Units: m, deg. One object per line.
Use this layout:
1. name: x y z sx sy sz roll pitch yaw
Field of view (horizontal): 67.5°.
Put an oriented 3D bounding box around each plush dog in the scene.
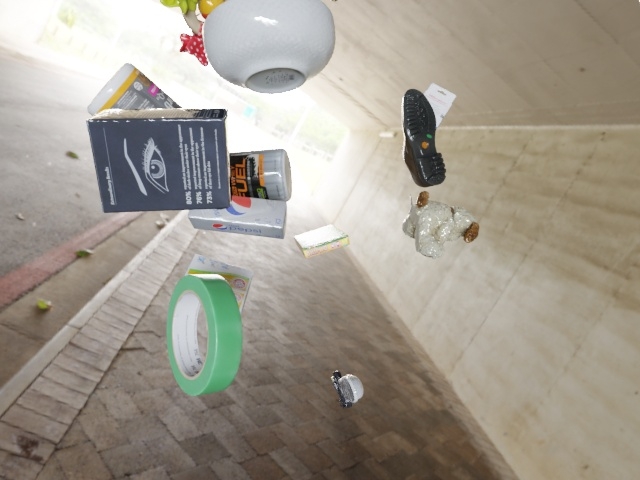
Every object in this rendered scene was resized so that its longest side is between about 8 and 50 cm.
1. plush dog: 0.434 -0.069 1.679 0.226 0.210 0.262 3 23 -10

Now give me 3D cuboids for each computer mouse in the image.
1. computer mouse: 0.078 0.391 1.261 0.193 0.042 0.105 126 -54 -69

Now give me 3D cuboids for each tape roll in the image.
1. tape roll: -0.323 0.251 1.300 0.077 0.320 0.321 3 23 -38

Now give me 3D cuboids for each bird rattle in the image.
1. bird rattle: -0.329 -0.643 1.366 0.143 0.207 0.253 39 -20 45

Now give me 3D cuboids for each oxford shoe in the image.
1. oxford shoe: 0.216 -0.231 1.102 0.083 0.226 0.096 -8 0 -19

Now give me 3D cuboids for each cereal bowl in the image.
1. cereal bowl: -0.123 -0.467 1.208 0.340 0.141 0.339 -7 -6 -1

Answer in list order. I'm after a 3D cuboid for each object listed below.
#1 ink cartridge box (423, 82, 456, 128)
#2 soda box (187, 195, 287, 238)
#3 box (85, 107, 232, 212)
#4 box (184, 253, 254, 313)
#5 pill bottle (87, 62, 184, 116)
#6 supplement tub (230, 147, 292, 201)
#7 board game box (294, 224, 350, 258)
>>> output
1. ink cartridge box: 0.385 -0.449 1.681 0.104 0.180 0.060 32 -14 9
2. soda box: -0.247 -0.077 1.460 0.287 0.091 0.098 7 -21 0
3. box: -0.254 -0.135 0.792 0.207 0.153 0.108 -1 24 -8
4. box: -0.332 0.142 1.555 0.203 0.114 0.103 18 39 -6
5. pill bottle: -0.421 -0.294 1.211 0.278 0.162 0.162 40 1 -31
6. supplement tub: -0.267 -0.221 1.702 0.317 0.193 0.193 -5 6 5
7. board game box: 0.000 0.000 1.343 0.259 0.124 0.039 -143 -144 -80
